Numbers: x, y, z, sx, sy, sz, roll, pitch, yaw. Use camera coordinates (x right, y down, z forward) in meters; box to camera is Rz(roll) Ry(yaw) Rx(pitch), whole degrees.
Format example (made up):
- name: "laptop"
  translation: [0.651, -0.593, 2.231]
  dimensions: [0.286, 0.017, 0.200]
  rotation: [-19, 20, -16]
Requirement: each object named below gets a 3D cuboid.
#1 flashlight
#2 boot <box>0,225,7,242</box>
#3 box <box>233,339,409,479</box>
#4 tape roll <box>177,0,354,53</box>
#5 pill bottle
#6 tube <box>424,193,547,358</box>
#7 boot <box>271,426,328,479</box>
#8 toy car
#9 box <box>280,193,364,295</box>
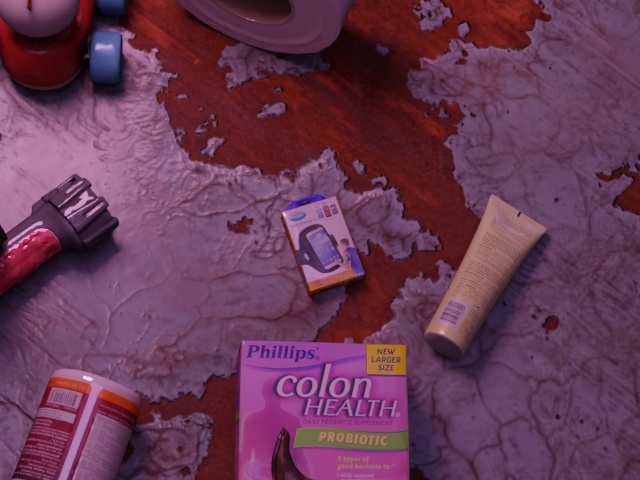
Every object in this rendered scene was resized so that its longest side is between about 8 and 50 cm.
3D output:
- name: "flashlight"
  translation: [-0.400, 0.044, 1.634]
  dimensions: [0.304, 0.103, 0.103]
  rotation: [-38, 119, -19]
- name: "boot"
  translation: [-0.491, 0.008, 1.575]
  dimensions: [0.178, 0.236, 0.085]
  rotation: [-35, 106, -12]
- name: "box"
  translation: [-0.001, 0.258, 1.603]
  dimensions: [0.213, 0.117, 0.243]
  rotation: [3, 71, -6]
- name: "tape roll"
  translation: [-0.087, -0.374, 1.709]
  dimensions: [0.286, 0.286, 0.100]
  rotation: [23, 72, 1]
- name: "pill bottle"
  translation: [-0.310, 0.279, 1.555]
  dimensions: [0.121, 0.121, 0.221]
  rotation: [18, 71, -1]
- name: "tube"
  translation: [0.224, 0.051, 1.735]
  dimensions: [0.070, 0.062, 0.240]
  rotation: [51, 60, -36]
- name: "boot"
  translation: [-0.004, 0.284, 1.513]
  dimensions: [0.114, 0.037, 0.106]
  rotation: [9, 85, -1]
- name: "toy car"
  translation: [-0.373, -0.336, 1.684]
  dimensions: [0.219, 0.238, 0.210]
  rotation: [4, 72, -6]
- name: "box"
  translation: [0.000, 0.000, 1.734]
  dimensions: [0.081, 0.028, 0.136]
  rotation: [-17, 77, -12]
